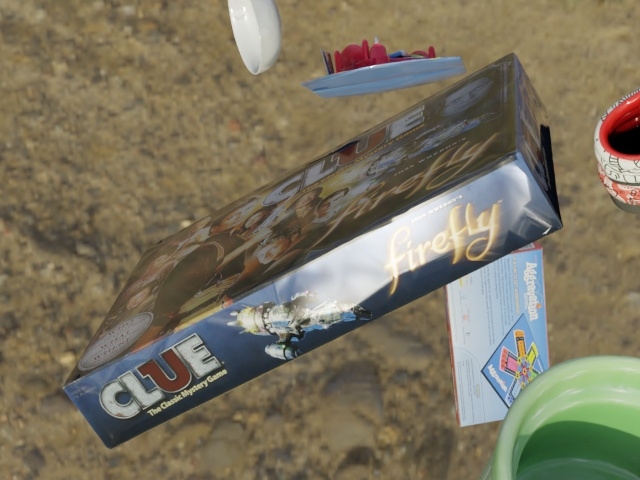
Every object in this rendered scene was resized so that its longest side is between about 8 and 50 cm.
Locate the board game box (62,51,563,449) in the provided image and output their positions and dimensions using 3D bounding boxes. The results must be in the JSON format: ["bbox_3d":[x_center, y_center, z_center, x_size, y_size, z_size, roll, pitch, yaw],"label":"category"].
[{"bbox_3d":[0.000,0.000,0.633,0.243,0.042,0.165,-27,17,18],"label":"board game box"}]

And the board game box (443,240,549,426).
[{"bbox_3d":[0.260,0.140,1.840,0.145,0.281,0.027,-9,27,-2],"label":"board game box"}]

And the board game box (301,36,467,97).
[{"bbox_3d":[0.055,-0.154,1.077,0.133,0.033,0.169,-9,-1,10],"label":"board game box"}]

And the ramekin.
[{"bbox_3d":[0.273,0.266,1.118,0.303,0.148,0.303,11,47,-12],"label":"ramekin"}]

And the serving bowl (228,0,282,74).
[{"bbox_3d":[-0.050,-0.177,1.014,0.027,0.083,0.083,-16,46,-16],"label":"serving bowl"}]

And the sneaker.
[{"bbox_3d":[0.388,-0.105,1.167,0.270,0.145,0.090,-16,64,17],"label":"sneaker"}]
